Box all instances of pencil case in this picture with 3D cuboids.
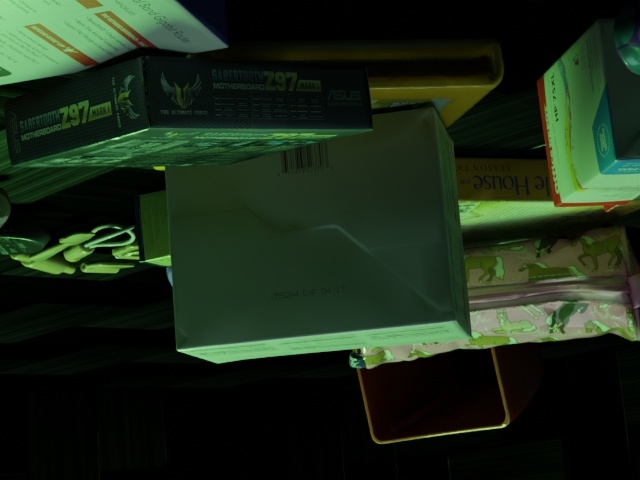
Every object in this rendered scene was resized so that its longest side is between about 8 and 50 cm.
[{"bbox_3d":[0.220,0.070,2.059,0.386,0.167,0.160,-6,131,7],"label":"pencil case"},{"bbox_3d":[0.320,-0.187,1.339,0.151,0.064,0.070,-15,149,43],"label":"pencil case"}]

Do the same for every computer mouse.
[{"bbox_3d":[-0.448,-0.012,1.986,0.242,0.041,0.071,1,161,7],"label":"computer mouse"}]

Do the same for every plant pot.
[{"bbox_3d":[0.229,0.172,2.707,0.267,0.267,0.235,-13,180,35],"label":"plant pot"}]

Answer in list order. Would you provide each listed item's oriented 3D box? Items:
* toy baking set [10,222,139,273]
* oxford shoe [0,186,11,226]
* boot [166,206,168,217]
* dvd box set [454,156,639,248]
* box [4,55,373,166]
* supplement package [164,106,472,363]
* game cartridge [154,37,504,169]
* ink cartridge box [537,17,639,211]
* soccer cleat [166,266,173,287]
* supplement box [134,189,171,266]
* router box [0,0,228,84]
[{"bbox_3d":[-0.310,0.009,2.167,0.196,0.030,0.256,-13,167,21],"label":"toy baking set"},{"bbox_3d":[-0.435,-0.027,1.862,0.212,0.076,0.076,-18,-160,27],"label":"oxford shoe"},{"bbox_3d":[-0.011,-0.030,1.746,0.295,0.104,0.211,6,-175,10],"label":"boot"},{"bbox_3d":[0.154,-0.039,2.031,0.420,0.062,0.307,0,168,-21],"label":"dvd box set"},{"bbox_3d":[-0.102,-0.099,1.277,0.232,0.059,0.183,-4,177,-43],"label":"box"},{"bbox_3d":[0.000,0.000,1.543,0.261,0.204,0.145,-6,169,10],"label":"supplement package"},{"bbox_3d":[-0.007,-0.122,1.562,0.285,0.053,0.324,-2,168,-13],"label":"game cartridge"},{"bbox_3d":[0.266,-0.110,1.521,0.078,0.134,0.231,-4,168,-10],"label":"ink cartridge box"},{"bbox_3d":[-0.169,0.061,2.365,0.095,0.083,0.248,-5,173,26],"label":"soccer cleat"},{"bbox_3d":[-0.171,-0.017,1.937,0.083,0.083,0.056,-11,169,24],"label":"supplement box"},{"bbox_3d":[-0.253,-0.184,1.051,0.301,0.082,0.335,-8,169,13],"label":"router box"}]
